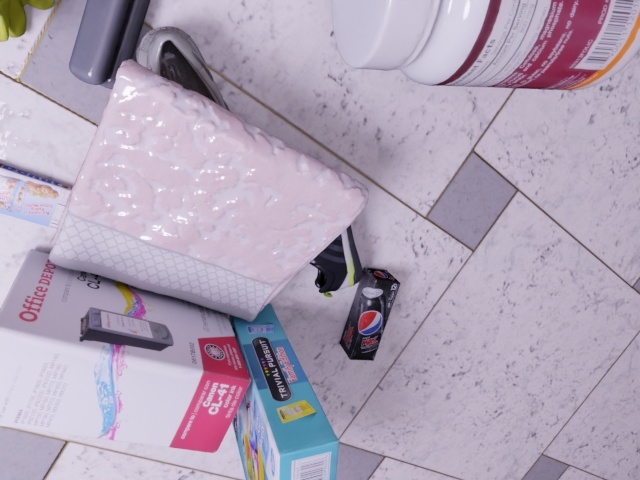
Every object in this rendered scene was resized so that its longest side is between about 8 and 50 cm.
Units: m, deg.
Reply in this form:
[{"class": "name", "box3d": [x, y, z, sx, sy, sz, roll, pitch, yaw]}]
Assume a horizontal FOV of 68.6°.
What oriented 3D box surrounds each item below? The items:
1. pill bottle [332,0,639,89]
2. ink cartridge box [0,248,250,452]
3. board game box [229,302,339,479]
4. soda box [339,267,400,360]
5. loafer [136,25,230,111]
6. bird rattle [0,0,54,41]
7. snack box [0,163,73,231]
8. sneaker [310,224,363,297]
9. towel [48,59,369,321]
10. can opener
[{"class": "pill bottle", "box3d": [0.230, -0.327, 0.646, 0.392, 0.224, 0.224, -4, 113, -19]}, {"class": "ink cartridge box", "box3d": [-0.276, 0.151, 0.648, 0.306, 0.226, 0.131, 23, 101, -28]}, {"class": "board game box", "box3d": [-0.075, 0.291, 0.719, 0.079, 0.336, 0.254, -5, 113, -19]}, {"class": "soda box", "box3d": [0.091, 0.139, 0.878, 0.053, 0.060, 0.169, 8, 108, -23]}, {"class": "loafer", "box3d": [-0.162, -0.121, 0.643, 0.112, 0.111, 0.319, -24, 118, -10]}, {"class": "bird rattle", "box3d": [-0.429, -0.292, 0.469, 0.207, 0.143, 0.253, -40, 118, 17]}, {"class": "snack box", "box3d": [-0.391, -0.056, 0.634, 0.178, 0.022, 0.064, 20, 104, -27]}, {"class": "sneaker", "box3d": [0.000, 0.000, 0.772, 0.097, 0.084, 0.235, -25, 118, -9]}, {"class": "towel", "box3d": [-0.155, -0.026, 0.631, 0.332, 0.053, 0.317, 24, 126, -28]}, {"class": "can opener", "box3d": [-0.250, -0.333, 0.560, 0.095, 0.076, 0.283, 25, 103, 5]}]
